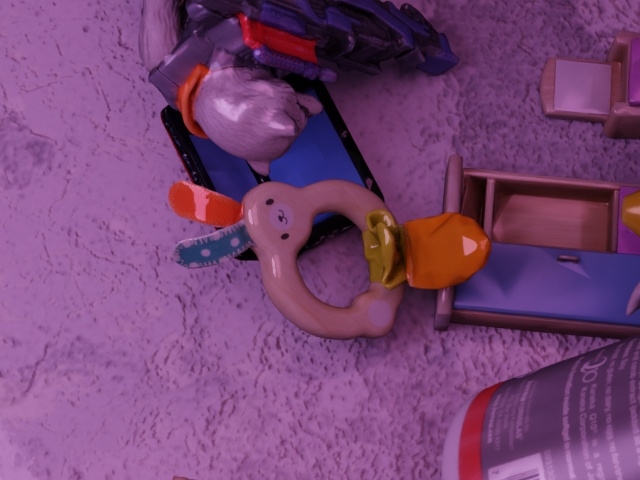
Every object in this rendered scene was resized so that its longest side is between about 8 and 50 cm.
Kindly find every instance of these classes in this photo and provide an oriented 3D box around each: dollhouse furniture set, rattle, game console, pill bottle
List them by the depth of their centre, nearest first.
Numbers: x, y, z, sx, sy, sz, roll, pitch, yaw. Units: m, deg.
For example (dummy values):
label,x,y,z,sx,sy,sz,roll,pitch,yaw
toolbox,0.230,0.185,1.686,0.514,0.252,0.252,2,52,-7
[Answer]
label,x,y,z,sx,sy,sz,roll,pitch,yaw
pill bottle,0.282,0.151,1.297,0.363,0.210,0.210,-22,67,29
dollhouse furniture set,0.203,-0.078,1.421,0.198,0.303,0.286,5,70,0
rattle,0.000,0.000,1.428,0.200,0.143,0.130,29,86,-25
game console,-0.038,-0.064,1.525,0.085,0.124,0.144,-38,69,28

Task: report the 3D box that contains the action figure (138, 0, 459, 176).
label,x,y,z,sx,sy,sz,roll,pitch,yaw
action figure,-0.062,-0.190,1.533,0.178,0.341,0.330,-38,50,29

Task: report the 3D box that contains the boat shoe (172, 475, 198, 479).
label,x,y,z,sx,sy,sz,roll,pitch,yaw
boat shoe,-0.147,0.244,1.423,0.059,0.063,0.170,28,72,3
